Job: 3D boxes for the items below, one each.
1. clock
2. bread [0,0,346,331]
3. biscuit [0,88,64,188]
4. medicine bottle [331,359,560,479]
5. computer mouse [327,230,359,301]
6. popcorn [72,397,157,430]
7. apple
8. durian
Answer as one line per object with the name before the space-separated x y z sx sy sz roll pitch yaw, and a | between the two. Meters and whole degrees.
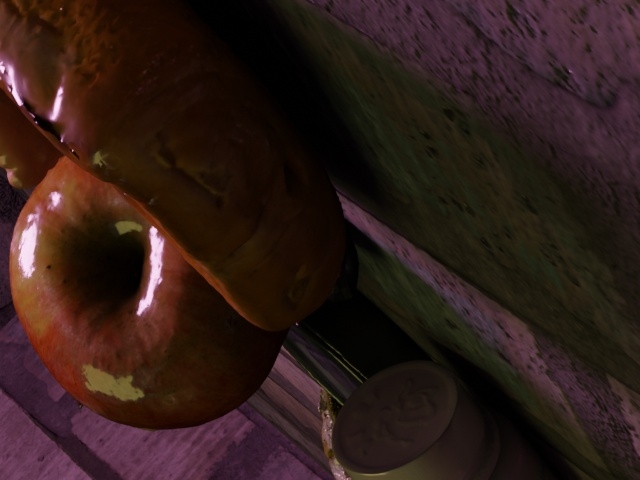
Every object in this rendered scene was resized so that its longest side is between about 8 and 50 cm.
clock | 0.044 0.134 1.818 0.319 0.066 0.319 42 170 9
bread | -0.123 -0.102 1.285 0.337 0.148 0.328 42 177 41
biscuit | -0.260 -0.180 1.407 0.030 0.160 0.249 4 134 39
medicine bottle | 0.143 0.253 1.623 0.293 0.170 0.170 52 167 -33
computer mouse | 0.000 0.000 1.499 0.135 0.047 0.079 50 165 42
popcorn | -0.190 0.074 1.990 0.316 0.281 0.297 124 134 -83
apple | -0.148 0.040 1.634 0.250 0.277 0.309 35 -152 -62
durian | 0.047 0.239 2.187 0.208 0.102 0.146 69 163 -7
